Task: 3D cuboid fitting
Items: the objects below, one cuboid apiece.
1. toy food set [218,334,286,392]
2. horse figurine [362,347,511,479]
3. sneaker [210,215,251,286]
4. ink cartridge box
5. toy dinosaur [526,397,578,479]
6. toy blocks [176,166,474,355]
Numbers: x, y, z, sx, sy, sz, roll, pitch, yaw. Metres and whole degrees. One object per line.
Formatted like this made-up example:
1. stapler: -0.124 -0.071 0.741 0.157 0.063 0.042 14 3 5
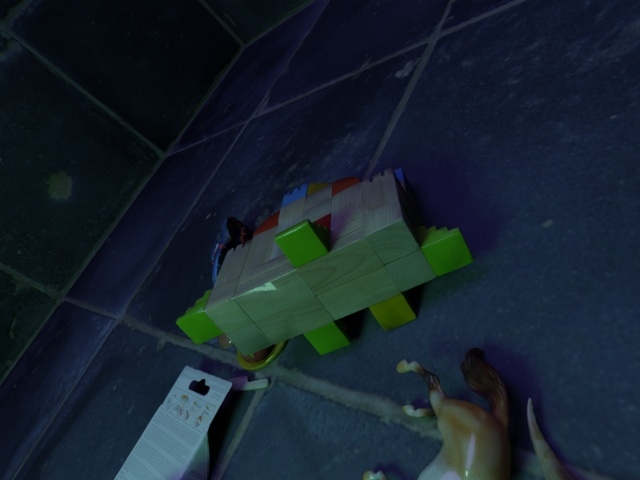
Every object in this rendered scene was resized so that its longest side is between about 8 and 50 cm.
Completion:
1. toy food set: -0.113 0.140 0.767 0.128 0.071 0.218 -14 46 44
2. horse figurine: 0.106 0.216 0.419 0.263 0.066 0.174 -59 27 -12
3. sneaker: -0.199 0.042 0.991 0.087 0.083 0.221 -49 23 26
4. ink cartridge box: -0.226 0.326 0.732 0.181 0.056 0.224 -4 48 49
5. toy dinosaur: 0.192 0.213 0.345 0.093 0.053 0.183 -35 22 2
6. toy blocks: 0.000 0.000 0.680 0.381 0.190 0.261 -26 28 18
